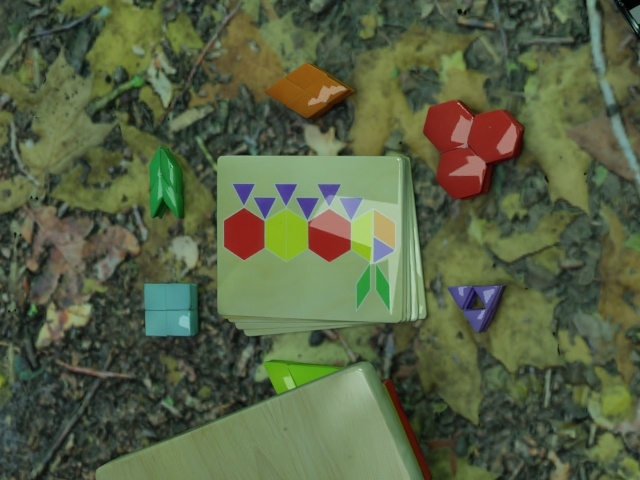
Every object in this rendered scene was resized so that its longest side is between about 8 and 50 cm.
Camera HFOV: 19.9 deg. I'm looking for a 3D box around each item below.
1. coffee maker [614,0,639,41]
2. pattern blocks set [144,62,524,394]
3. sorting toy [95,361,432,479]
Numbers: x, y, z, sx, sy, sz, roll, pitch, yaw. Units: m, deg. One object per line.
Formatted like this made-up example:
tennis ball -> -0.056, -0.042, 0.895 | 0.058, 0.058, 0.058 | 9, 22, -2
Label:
coffee maker -> 0.288, -0.236, 1.317 | 0.178, 0.120, 0.171 | -28, 57, 22
pattern blocks set -> 0.000, 0.000, 1.493 | 0.325, 0.026, 0.285 | 10, 96, 24
sorting toy -> -0.011, 0.249, 1.460 | 0.255, 0.089, 0.257 | -23, 92, 23
